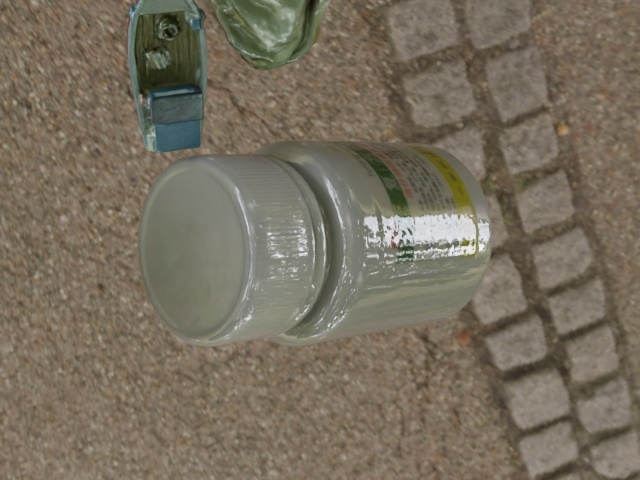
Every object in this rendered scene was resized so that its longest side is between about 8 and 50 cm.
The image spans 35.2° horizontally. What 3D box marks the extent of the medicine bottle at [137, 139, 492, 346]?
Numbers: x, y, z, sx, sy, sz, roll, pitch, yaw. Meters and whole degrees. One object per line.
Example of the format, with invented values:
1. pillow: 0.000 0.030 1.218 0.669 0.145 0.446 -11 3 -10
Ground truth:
1. medicine bottle: 0.000 0.000 1.037 0.339 0.208 0.208 -4 117 -46

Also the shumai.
1. shumai: -0.024 -0.250 0.829 0.142 0.184 0.184 -14 125 18

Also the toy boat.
1. toy boat: -0.132 -0.151 0.877 0.069 0.059 0.173 -9 121 -19
